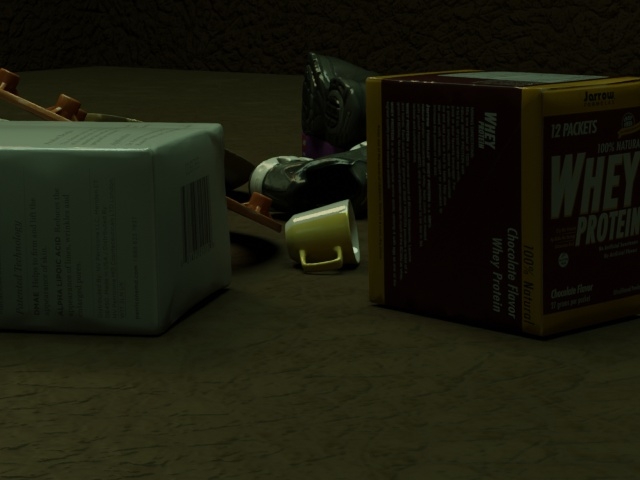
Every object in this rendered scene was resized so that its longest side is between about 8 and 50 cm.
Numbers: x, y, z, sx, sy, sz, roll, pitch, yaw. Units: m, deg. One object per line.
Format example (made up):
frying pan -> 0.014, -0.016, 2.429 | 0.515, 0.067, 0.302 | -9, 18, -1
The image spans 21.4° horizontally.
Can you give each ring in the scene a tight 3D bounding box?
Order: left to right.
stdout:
ring -> -0.185, -0.092, 1.674 | 0.337, 0.032, 0.336 | 26, 0, 0

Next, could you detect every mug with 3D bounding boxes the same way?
mug -> 0.000, -0.004, 1.590 | 0.064, 0.062, 0.078 | -8, 2, 7

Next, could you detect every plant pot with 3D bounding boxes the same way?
plant pot -> -0.195, -0.101, 2.051 | 0.236, 0.032, 0.236 | 15, -8, 2

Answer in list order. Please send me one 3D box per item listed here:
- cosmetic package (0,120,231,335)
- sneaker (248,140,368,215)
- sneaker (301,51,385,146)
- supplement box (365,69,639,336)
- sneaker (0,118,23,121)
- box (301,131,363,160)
cosmetic package -> -0.289, -0.019, 1.427 | 0.385, 0.156, 0.217 | 0, 9, 13
sneaker -> 0.043, -0.066, 1.921 | 0.234, 0.078, 0.106 | -10, 15, -26
sneaker -> 0.052, -0.175, 2.188 | 0.130, 0.109, 0.286 | 1, 18, -15
supplement box -> 0.149, -0.037, 1.368 | 0.129, 0.191, 0.194 | -9, 12, -41
sneaker -> -0.357, -0.086, 1.976 | 0.182, 0.127, 0.315 | -1, 16, -24
box -> 0.103, -0.109, 2.207 | 0.201, 0.057, 0.293 | -3, 10, -13
